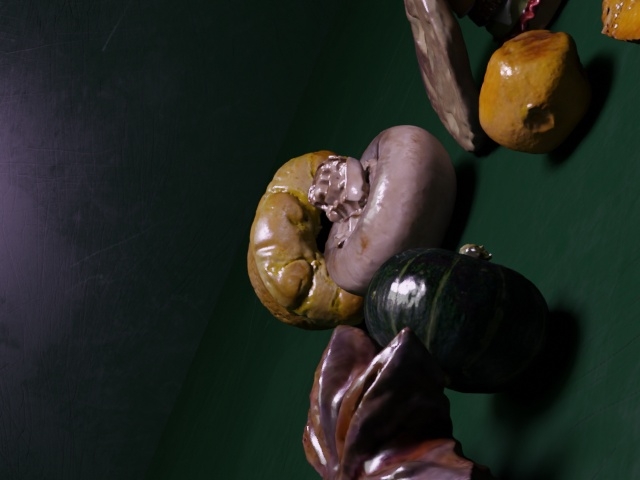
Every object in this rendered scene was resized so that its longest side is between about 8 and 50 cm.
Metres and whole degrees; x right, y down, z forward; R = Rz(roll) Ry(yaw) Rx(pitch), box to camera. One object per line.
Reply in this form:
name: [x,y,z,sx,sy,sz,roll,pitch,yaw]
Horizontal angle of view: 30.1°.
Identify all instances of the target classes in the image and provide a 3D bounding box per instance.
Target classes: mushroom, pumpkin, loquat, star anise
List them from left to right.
mushroom: [0.072,-0.040,1.503,0.226,0.178,0.227,-166,90,-82]
star anise: [0.062,0.210,0.987,0.315,0.108,0.316,171,90,-67]
pumpkin: [0.123,0.069,1.052,0.125,0.167,0.167,-57,5,-26]
loquat: [0.222,-0.155,1.219,0.137,0.112,0.137,10,-90,-79]

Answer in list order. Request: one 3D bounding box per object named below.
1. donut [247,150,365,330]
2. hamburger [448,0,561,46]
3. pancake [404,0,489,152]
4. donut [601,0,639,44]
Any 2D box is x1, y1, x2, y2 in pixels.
donut: [0.000,0.000,1.700,0.262,0.208,0.128,-66,9,-28]
hamburger: [0.228,-0.334,1.480,0.175,0.136,0.175,-62,8,16]
pancake: [0.152,-0.243,1.494,0.294,0.049,0.295,-19,-90,-89]
donut: [0.325,-0.255,0.891,0.277,0.108,0.278,-157,90,-80]
